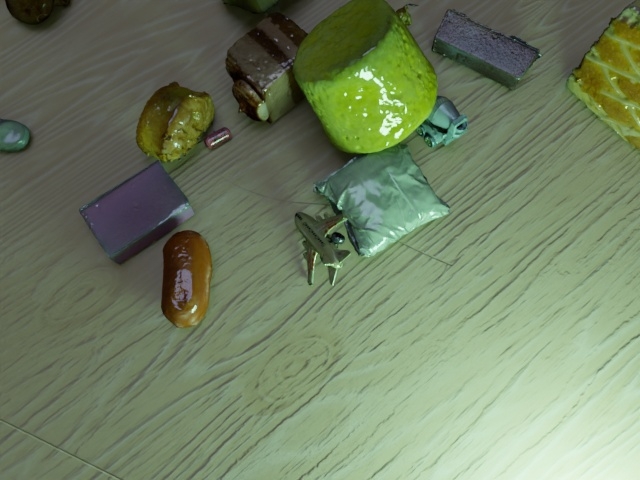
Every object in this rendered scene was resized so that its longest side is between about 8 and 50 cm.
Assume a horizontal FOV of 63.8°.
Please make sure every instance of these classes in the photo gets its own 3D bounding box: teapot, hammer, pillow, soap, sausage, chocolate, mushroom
[{"bbox_3d":[-0.159,-0.751,1.648,0.067,0.083,0.057,-18,78,-9],"label":"teapot"},{"bbox_3d":[-0.305,-0.305,1.523,0.083,0.043,0.043,-31,75,-9],"label":"hammer"},{"bbox_3d":[0.168,-0.120,1.421,0.310,0.138,0.283,-32,76,-14],"label":"pillow"},{"bbox_3d":[-0.504,-0.080,1.426,0.259,0.081,0.181,-36,75,-13],"label":"soap"},{"bbox_3d":[-0.350,0.098,1.350,0.133,0.133,0.258,-1,71,-1],"label":"sausage"},{"bbox_3d":[0.506,-0.585,1.596,0.321,0.112,0.112,29,82,8],"label":"chocolate"},{"bbox_3d":[-0.908,-0.800,1.622,0.194,0.138,0.231,9,72,2],"label":"mushroom"}]

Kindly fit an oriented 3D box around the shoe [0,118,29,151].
[{"bbox_3d":[-0.980,-0.322,1.488,0.251,0.100,0.103,4,71,3],"label":"shoe"}]

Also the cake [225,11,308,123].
[{"bbox_3d":[-0.155,-0.486,1.511,0.293,0.196,0.199,-43,76,-9],"label":"cake"}]

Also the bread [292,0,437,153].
[{"bbox_3d":[0.108,-0.431,1.366,0.348,0.308,0.348,-16,57,27],"label":"bread"}]

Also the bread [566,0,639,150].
[{"bbox_3d":[0.966,-0.480,1.429,0.279,0.371,0.390,-43,77,-14],"label":"bread"}]

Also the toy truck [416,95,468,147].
[{"bbox_3d":[0.325,-0.388,1.508,0.108,0.140,0.256,-34,76,-10],"label":"toy truck"}]

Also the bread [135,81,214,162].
[{"bbox_3d":[-0.409,-0.356,1.458,0.160,0.147,0.260,24,59,15],"label":"bread"}]

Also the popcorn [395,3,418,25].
[{"bbox_3d":[0.177,-0.669,1.581,0.195,0.168,0.173,22,96,8],"label":"popcorn"}]

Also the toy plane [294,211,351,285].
[{"bbox_3d":[0.000,0.000,1.382,0.092,0.229,0.244,7,34,-34],"label":"toy plane"}]

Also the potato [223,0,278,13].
[{"bbox_3d":[-0.206,-0.866,1.570,0.280,0.213,0.330,18,55,34],"label":"potato"}]
